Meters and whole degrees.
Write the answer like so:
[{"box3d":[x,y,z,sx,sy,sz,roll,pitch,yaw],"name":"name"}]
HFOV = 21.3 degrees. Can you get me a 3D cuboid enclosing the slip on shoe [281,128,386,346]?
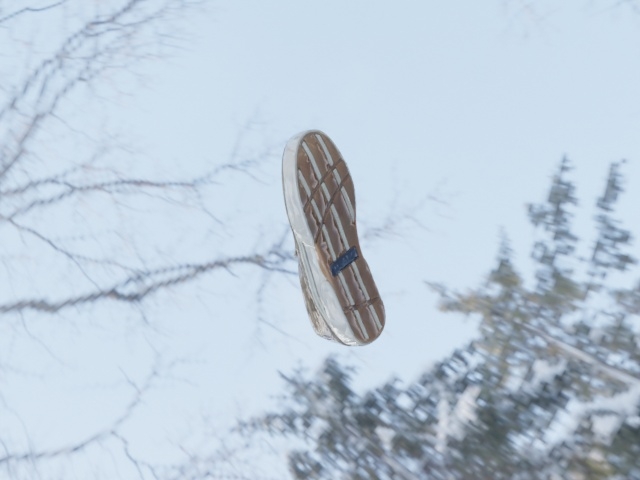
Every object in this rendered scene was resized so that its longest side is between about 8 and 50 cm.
[{"box3d":[0.000,0.000,1.023,0.051,0.041,0.135,-34,-68,-39],"name":"slip on shoe"}]
